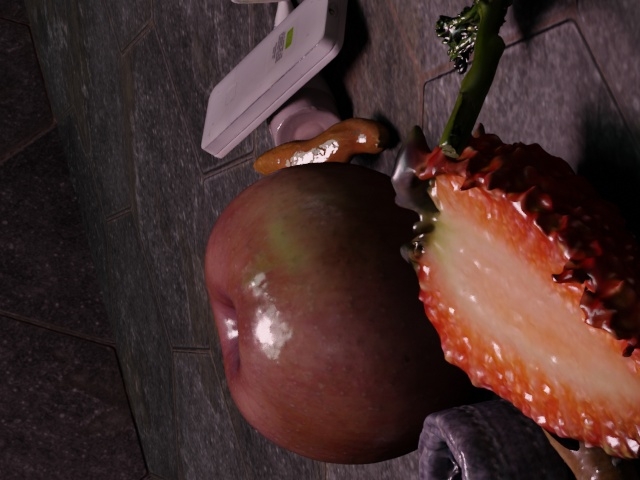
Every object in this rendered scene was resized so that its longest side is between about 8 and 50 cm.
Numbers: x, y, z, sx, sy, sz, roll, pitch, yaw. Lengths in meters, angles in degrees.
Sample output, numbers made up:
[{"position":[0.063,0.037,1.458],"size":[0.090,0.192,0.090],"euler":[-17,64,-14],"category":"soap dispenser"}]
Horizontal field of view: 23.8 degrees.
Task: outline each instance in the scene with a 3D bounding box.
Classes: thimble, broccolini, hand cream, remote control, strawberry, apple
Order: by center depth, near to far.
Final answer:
[{"position":[0.191,0.045,1.152],"size":[0.306,0.138,0.233],"euler":[42,151,37],"category":"strawberry"},{"position":[0.111,-0.141,1.180],"size":[0.271,0.062,0.123],"euler":[-71,-6,-46],"category":"broccolini"},{"position":[0.154,0.218,1.371],"size":[0.150,0.098,0.150],"euler":[171,90,-73],"category":"thimble"},{"position":[0.016,0.074,1.503],"size":[0.306,0.235,0.305],"euler":[169,90,-73],"category":"apple"},{"position":[-0.055,-0.190,1.713],"size":[0.250,0.034,0.103],"euler":[-39,35,42],"category":"remote control"},{"position":[-0.035,-0.192,1.803],"size":[0.248,0.083,0.133],"euler":[-110,29,-52],"category":"hand cream"}]

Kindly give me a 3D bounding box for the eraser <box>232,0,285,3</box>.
[{"position":[-0.111,-0.390,1.894],"size":[0.287,0.086,0.130],"euler":[-132,42,-61],"category":"eraser"}]

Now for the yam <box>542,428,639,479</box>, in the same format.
[{"position":[0.205,0.148,1.245],"size":[0.241,0.057,0.056],"euler":[-116,24,-43],"category":"yam"}]

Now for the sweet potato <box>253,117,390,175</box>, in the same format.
[{"position":[0.001,-0.092,1.656],"size":[0.202,0.055,0.058],"euler":[-14,109,39],"category":"sweet potato"}]
